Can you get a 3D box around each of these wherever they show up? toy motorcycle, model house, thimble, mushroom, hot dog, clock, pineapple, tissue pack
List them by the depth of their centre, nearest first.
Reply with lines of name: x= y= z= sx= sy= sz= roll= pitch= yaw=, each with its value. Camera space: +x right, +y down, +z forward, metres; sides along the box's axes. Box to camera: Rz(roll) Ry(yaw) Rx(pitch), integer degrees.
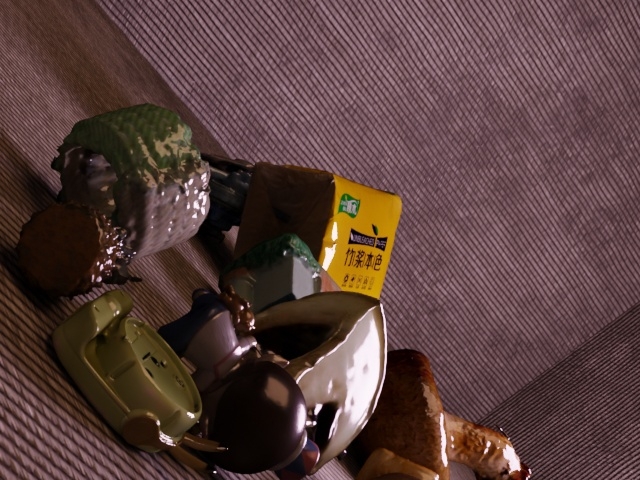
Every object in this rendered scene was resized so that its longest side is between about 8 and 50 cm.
clock: x=-0.194 y=0.165 z=1.150 sx=0.232 sy=0.069 sz=0.170 roll=52 pitch=5 yaw=-3
pineapple: x=-0.280 y=0.016 z=1.242 sx=0.125 sy=0.125 sz=0.251 roll=53 pitch=-1 yaw=2
thimble: x=-0.261 y=-0.080 z=1.434 sx=0.219 sy=0.150 sz=0.219 roll=26 pitch=-53 yaw=40
hot dog: x=0.112 y=0.426 z=1.628 sx=0.150 sy=0.153 sz=0.257 roll=24 pitch=-14 yaw=12
mushroom: x=-0.030 y=0.232 z=1.651 sx=0.292 sy=0.212 sz=0.217 roll=-49 pitch=143 yaw=-56
model house: x=-0.059 y=0.189 z=1.871 sx=0.267 sy=0.194 sz=0.325 roll=53 pitch=18 yaw=-29
mushroom: x=0.227 y=0.387 z=2.074 sx=0.331 sy=0.356 sz=0.334 roll=-21 pitch=108 yaw=-69
tissue pack: x=0.000 y=0.000 z=2.262 sx=0.228 sy=0.293 sz=0.382 roll=14 pitch=1 yaw=28
toy motorcycle: x=-0.224 y=-0.123 z=2.301 sx=0.241 sy=0.182 sz=0.319 roll=54 pitch=6 yaw=16

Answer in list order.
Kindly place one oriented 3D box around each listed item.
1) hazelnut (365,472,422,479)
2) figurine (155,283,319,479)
hazelnut: x=0.101 y=0.418 z=1.394 sx=0.210 sy=0.186 sz=0.210 roll=44 pitch=3 yaw=-3
figurine: x=-0.110 y=0.197 z=1.297 sx=0.275 sy=0.161 sz=0.158 roll=55 pitch=-35 yaw=-2
